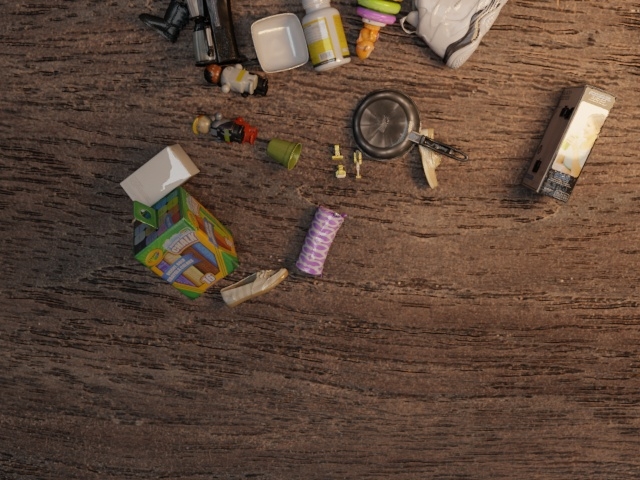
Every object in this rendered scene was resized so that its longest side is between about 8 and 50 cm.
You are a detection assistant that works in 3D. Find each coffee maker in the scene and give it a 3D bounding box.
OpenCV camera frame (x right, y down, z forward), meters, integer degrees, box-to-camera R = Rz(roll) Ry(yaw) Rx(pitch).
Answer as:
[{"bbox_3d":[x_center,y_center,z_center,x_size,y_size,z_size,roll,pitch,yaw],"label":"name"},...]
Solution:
[{"bbox_3d":[-0.267,-0.562,1.545,0.171,0.120,0.179,-17,107,-35],"label":"coffee maker"}]

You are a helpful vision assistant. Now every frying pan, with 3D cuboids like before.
[{"bbox_3d":[0.220,-0.270,1.578,0.197,0.053,0.326,-45,81,15],"label":"frying pan"}]

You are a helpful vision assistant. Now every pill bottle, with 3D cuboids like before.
[{"bbox_3d":[0.010,-0.548,1.529,0.103,0.103,0.184,-14,102,6],"label":"pill bottle"}]

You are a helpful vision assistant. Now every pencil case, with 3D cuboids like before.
[{"bbox_3d":[0.000,0.000,1.676,0.088,0.086,0.206,15,107,-30],"label":"pencil case"}]

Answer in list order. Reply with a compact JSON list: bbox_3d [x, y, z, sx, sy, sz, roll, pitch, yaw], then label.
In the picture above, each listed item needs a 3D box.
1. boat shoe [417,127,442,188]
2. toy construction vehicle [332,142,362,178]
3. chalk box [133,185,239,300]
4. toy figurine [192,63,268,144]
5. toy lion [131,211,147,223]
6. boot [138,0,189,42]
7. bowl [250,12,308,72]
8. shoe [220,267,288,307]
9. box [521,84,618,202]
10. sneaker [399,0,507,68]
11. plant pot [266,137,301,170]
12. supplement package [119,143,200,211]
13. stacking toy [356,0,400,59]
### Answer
[{"bbox_3d":[0.309,-0.230,1.612,0.059,0.063,0.170,-13,102,12],"label":"boat shoe"},{"bbox_3d":[0.075,-0.224,1.639,0.085,0.035,0.098,0,104,3],"label":"toy construction vehicle"},{"bbox_3d":[-0.389,-0.011,1.585,0.179,0.180,0.289,-35,128,10],"label":"chalk box"},{"bbox_3d":[-0.243,-0.361,1.534,0.148,0.209,0.213,16,103,5],"label":"toy figurine"},{"bbox_3d":[-0.479,-0.072,1.674,0.096,0.100,0.034,-42,77,25],"label":"toy lion"},{"bbox_3d":[-0.416,-0.606,1.566,0.121,0.045,0.099,32,105,-12],"label":"boot"},{"bbox_3d":[-0.112,-0.525,1.552,0.142,0.053,0.142,-19,103,-14],"label":"bowl"},{"bbox_3d":[-0.197,0.130,1.717,0.218,0.076,0.058,-27,106,11],"label":"shoe"},{"bbox_3d":[0.651,-0.258,1.537,0.087,0.169,0.290,21,105,0],"label":"box"},{"bbox_3d":[0.366,-0.644,1.470,0.210,0.137,0.366,30,106,-7],"label":"sneaker"},{"bbox_3d":[-0.106,-0.250,1.627,0.079,0.083,0.083,24,104,10],"label":"plant pot"},{"bbox_3d":[-0.452,-0.179,1.641,0.179,0.105,0.105,-35,99,11],"label":"supplement package"},{"bbox_3d":[0.149,-0.617,1.494,0.165,0.175,0.302,11,116,-7],"label":"stacking toy"}]
